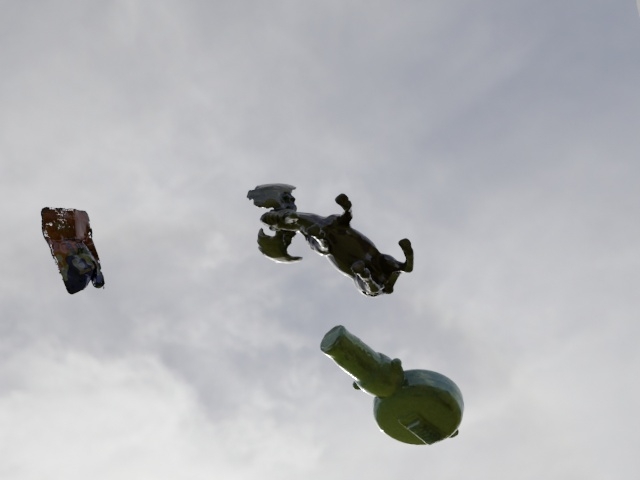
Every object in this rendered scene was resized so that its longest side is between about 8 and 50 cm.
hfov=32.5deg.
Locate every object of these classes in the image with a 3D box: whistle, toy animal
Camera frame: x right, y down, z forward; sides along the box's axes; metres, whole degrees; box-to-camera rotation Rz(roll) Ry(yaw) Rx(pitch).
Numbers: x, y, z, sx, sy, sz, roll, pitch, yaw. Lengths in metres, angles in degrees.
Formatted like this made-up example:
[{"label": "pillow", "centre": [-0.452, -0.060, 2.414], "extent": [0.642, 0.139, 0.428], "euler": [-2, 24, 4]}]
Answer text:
[{"label": "whistle", "centre": [0.101, 0.203, 1.486], "extent": [0.126, 0.067, 0.258], "euler": [-33, -61, 30]}, {"label": "toy animal", "centre": [0.000, 0.000, 1.324], "extent": [0.214, 0.186, 0.094], "euler": [38, -102, -2]}]

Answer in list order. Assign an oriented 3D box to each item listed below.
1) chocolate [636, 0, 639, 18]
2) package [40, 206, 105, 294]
[{"label": "chocolate", "centre": [0.448, -0.226, 1.085], "extent": [0.303, 0.303, 0.213], "euler": [-8, -31, -9]}, {"label": "package", "centre": [-0.298, 0.012, 1.334], "extent": [0.077, 0.111, 0.033], "euler": [-11, -17, -39]}]
